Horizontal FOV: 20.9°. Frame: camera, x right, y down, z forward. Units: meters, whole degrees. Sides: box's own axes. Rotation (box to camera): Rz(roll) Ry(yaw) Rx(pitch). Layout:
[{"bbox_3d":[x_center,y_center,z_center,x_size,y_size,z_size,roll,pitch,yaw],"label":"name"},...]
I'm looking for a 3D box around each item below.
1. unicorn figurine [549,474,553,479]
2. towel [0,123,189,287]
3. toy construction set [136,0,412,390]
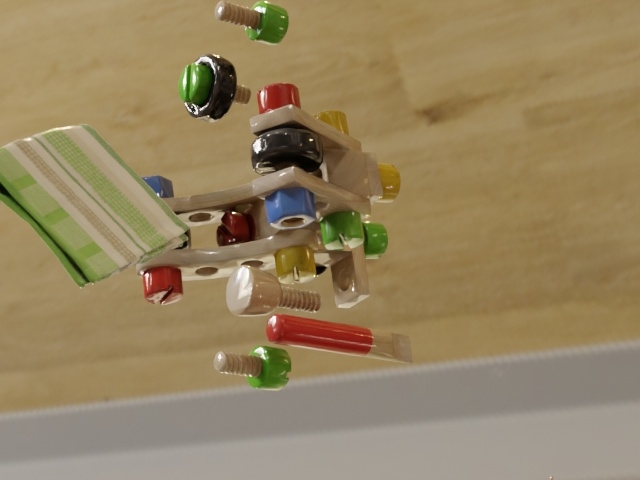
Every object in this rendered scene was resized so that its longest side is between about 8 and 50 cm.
[{"bbox_3d":[0.178,0.307,1.608,0.060,0.162,0.111,50,-6,32],"label":"unicorn figurine"},{"bbox_3d":[-0.156,-0.024,1.136,0.113,0.152,0.023,46,-68,5],"label":"towel"},{"bbox_3d":[0.000,0.000,1.483,0.257,0.237,0.309,-55,-138,30],"label":"toy construction set"}]
